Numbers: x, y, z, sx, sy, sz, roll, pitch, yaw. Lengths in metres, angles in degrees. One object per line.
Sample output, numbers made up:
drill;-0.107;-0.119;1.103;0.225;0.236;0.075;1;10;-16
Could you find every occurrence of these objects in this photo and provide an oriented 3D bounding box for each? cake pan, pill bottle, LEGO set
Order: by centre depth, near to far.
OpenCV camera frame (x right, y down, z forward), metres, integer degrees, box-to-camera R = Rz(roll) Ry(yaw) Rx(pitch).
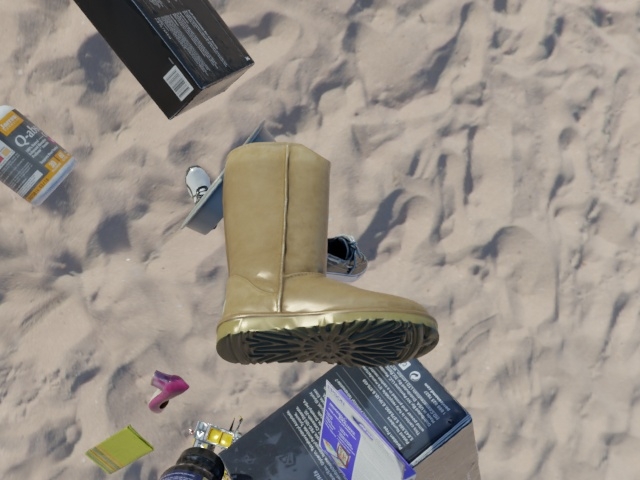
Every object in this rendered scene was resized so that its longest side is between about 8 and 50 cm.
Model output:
pill bottle;-0.246;0.478;1.061;0.122;0.219;0.123;4;116;8
cake pan;-0.191;-0.127;1.284;0.054;0.293;0.293;38;73;-13
pill bottle;-0.765;-0.229;1.485;0.278;0.162;0.162;43;71;-22
LEGO set;-0.300;0.660;1.777;0.192;0.331;0.255;14;80;15

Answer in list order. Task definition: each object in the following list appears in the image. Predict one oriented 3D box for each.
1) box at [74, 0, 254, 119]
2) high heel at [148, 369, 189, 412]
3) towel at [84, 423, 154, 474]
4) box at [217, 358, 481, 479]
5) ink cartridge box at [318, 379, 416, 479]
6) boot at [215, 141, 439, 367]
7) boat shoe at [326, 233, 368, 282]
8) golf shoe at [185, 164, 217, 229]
box;-0.259;-0.356;1.002;0.261;0.103;0.184;52;38;-9
high heel;-0.469;0.493;1.886;0.117;0.244;0.082;22;42;5
towel;-0.559;0.583;1.669;0.102;0.237;0.021;46;34;-13
box;0.097;0.538;1.410;0.471;0.297;0.480;-36;142;-11
ink cartridge box;0.079;0.369;1.062;0.045;0.206;0.208;-24;137;-30
boot;0.000;0.000;0.670;0.236;0.089;0.270;2;50;-4
boat shoe;0.053;0.036;1.592;0.306;0.105;0.113;10;42;-52
golf shoe;-0.333;-0.122;1.741;0.077;0.094;0.198;-22;110;-19
